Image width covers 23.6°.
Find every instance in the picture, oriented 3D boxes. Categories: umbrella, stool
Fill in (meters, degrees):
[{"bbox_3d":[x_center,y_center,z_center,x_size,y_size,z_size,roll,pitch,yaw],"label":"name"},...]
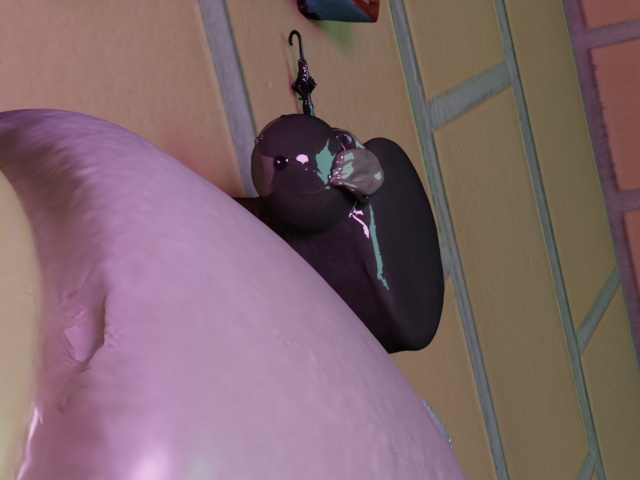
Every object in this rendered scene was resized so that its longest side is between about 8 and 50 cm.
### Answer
[{"bbox_3d":[-0.009,-0.106,1.309,0.022,0.022,0.149,-15,97,-32],"label":"umbrella"},{"bbox_3d":[0.001,-0.007,1.117,0.153,0.139,0.228,-72,144,-53],"label":"stool"}]

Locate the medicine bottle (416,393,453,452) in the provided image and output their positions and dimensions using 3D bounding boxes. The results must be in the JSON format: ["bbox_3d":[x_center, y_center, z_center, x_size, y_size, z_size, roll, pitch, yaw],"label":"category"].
[{"bbox_3d":[-0.018,0.224,0.930,0.318,0.158,0.158,-67,141,-57],"label":"medicine bottle"}]

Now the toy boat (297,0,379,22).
[{"bbox_3d":[0.008,-0.387,1.404,0.136,0.079,0.392,29,55,-62],"label":"toy boat"}]

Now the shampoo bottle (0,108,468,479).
[{"bbox_3d":[-0.113,0.123,0.477,0.317,0.322,0.322,36,44,-33],"label":"shampoo bottle"}]
